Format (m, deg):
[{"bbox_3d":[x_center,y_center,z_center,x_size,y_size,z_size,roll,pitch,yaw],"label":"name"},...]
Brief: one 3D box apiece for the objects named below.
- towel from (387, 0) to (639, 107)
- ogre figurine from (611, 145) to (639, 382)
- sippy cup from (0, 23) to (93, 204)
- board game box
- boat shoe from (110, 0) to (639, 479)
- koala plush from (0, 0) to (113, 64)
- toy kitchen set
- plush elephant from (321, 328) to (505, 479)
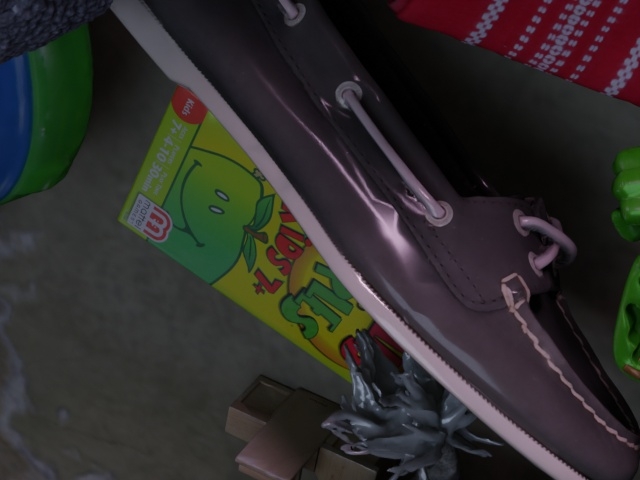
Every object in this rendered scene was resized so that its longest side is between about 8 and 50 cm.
[{"bbox_3d":[0.180,-0.097,0.677,0.275,0.031,0.199,20,141,-12],"label":"towel"},{"bbox_3d":[0.166,0.039,0.792,0.097,0.118,0.197,-29,101,33],"label":"ogre figurine"},{"bbox_3d":[-0.258,-0.087,0.851,0.240,0.224,0.305,-4,110,53],"label":"sippy cup"},{"bbox_3d":[0.000,0.000,0.910,0.181,0.043,0.092,35,127,8],"label":"board game box"},{"bbox_3d":[0.032,-0.038,0.806,0.095,0.112,0.335,-44,79,11],"label":"boat shoe"},{"bbox_3d":[-0.094,-0.174,0.690,0.221,0.196,0.203,-8,84,51],"label":"koala plush"},{"bbox_3d":[-0.016,0.128,0.973,0.083,0.068,0.075,23,125,17],"label":"toy kitchen set"},{"bbox_3d":[0.046,0.241,0.853,0.272,0.255,0.330,-5,125,30],"label":"plush elephant"}]
